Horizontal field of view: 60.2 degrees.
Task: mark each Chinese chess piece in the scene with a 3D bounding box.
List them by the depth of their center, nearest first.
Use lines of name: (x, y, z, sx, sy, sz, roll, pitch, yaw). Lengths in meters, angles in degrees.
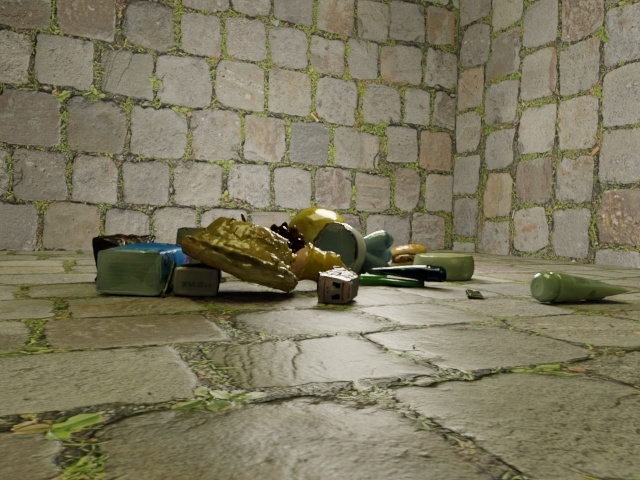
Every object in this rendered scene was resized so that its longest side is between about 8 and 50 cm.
Chinese chess piece: (0.514, 0.107, 2.304, 0.250, 0.101, 0.250, 1, 2, 0)

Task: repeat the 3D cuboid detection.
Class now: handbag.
handbag: (-0.672, 0.060, 1.911, 0.155, 0.169, 0.215, 3, 3, 44)

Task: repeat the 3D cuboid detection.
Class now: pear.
pear: (0.000, 0.000, 2.465, 0.304, 0.304, 0.304, 1, 2, 0)

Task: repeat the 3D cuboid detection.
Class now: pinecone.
pinecone: (-0.168, 0.047, 2.274, 0.221, 0.221, 0.221, 1, 2, 0)

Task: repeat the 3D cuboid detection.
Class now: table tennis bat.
table tennis bat: (0.256, 0.147, 2.017, 0.257, 0.039, 0.160, 3, 1, -14)

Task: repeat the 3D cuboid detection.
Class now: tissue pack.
tissue pack: (-0.542, 0.083, 1.709, 0.198, 0.146, 0.263, 3, 2, 4)

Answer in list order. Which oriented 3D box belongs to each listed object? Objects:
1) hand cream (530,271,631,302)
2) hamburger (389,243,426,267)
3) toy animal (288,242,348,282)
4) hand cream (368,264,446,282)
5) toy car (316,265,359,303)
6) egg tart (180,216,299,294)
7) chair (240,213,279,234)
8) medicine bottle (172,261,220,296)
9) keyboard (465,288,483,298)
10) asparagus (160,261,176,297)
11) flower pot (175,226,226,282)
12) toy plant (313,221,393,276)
hand cream: (0.788, 0.145, 1.702, 0.306, 0.093, 0.147, 2, -3, -21)
hamburger: (0.386, 0.078, 2.477, 0.182, 0.118, 0.191, -18, -7, 30)
toy animal: (-0.013, 0.089, 1.828, 0.230, 0.156, 0.156, 26, -2, -9)
hand cream: (0.320, 0.115, 2.025, 0.270, 0.061, 0.120, 3, -4, 33)
toy car: (0.064, 0.131, 1.624, 0.108, 0.089, 0.210, 3, 5, 19)
egg tart: (-0.228, 0.035, 1.681, 0.388, 0.169, 0.388, 20, -5, 2)
chair: (-0.258, 0.039, 2.093, 0.166, 0.188, 0.272, 26, -17, 1)
medicine bottle: (-0.373, 0.116, 1.687, 0.132, 0.088, 0.188, 3, 2, -7)
keyboard: (0.491, 0.171, 1.768, 0.049, 0.015, 0.129, 2, 2, 12)
asparagus: (-0.442, 0.115, 1.609, 0.015, 0.127, 0.018, -21, -47, 29)
flower pot: (-0.451, 0.051, 1.987, 0.212, 0.202, 0.212, -2, 3, 0)
toy plant: (0.162, 0.050, 2.218, 0.332, 0.247, 0.247, 5, -1, -45)
